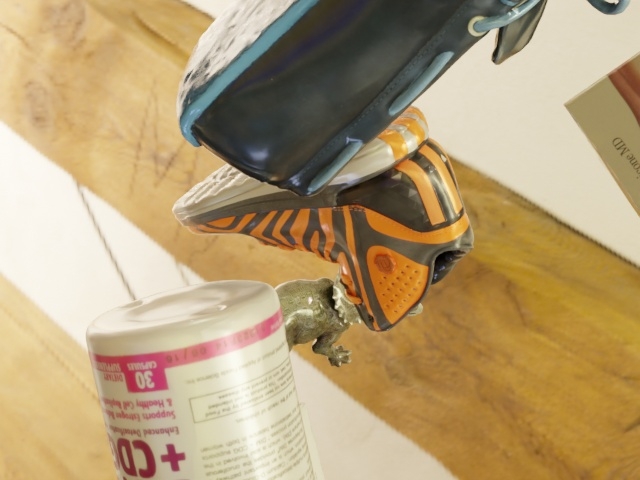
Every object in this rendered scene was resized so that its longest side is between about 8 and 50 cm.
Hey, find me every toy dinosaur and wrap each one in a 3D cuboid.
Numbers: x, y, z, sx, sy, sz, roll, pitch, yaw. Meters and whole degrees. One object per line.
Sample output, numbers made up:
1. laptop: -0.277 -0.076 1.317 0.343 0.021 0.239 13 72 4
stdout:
1. toy dinosaur: -0.040 0.099 1.329 0.160 0.313 0.121 91 -21 -52

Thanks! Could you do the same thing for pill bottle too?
1. pill bottle: -0.087 0.187 0.914 0.160 0.160 0.283 -3 -78 42

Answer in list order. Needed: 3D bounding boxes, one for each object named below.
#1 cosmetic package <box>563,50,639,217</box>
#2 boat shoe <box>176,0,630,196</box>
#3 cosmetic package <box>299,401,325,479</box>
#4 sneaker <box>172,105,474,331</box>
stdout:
1. cosmetic package: 0.381 -0.127 0.942 0.296 0.129 0.153 -36 -127 13
2. boat shoe: 0.053 -0.113 0.435 0.258 0.089 0.109 -33 -148 33
3. cosmetic package: -0.118 0.369 1.567 0.224 0.138 0.224 -10 -78 20
4. sneaker: 0.000 0.000 0.998 0.321 0.124 0.180 -7 -63 49
